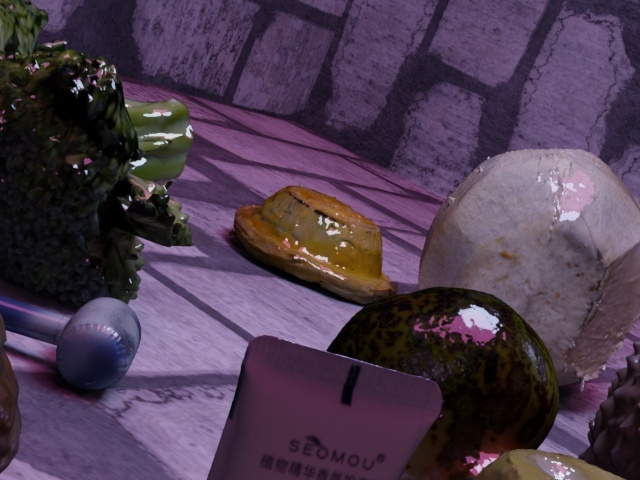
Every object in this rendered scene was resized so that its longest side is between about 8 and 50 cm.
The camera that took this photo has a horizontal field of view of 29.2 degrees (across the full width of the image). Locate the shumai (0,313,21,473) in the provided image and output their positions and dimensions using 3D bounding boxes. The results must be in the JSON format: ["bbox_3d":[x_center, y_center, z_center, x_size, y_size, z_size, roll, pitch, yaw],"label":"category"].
[{"bbox_3d":[-0.320,0.011,0.735,0.346,0.283,0.217,15,15,-27],"label":"shumai"}]

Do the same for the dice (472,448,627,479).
[{"bbox_3d":[0.173,0.256,0.846,0.166,0.169,0.169,21,11,-11],"label":"dice"}]

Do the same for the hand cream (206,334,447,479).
[{"bbox_3d":[-0.038,0.173,0.527,0.095,0.276,0.059,19,12,-24],"label":"hand cream"}]

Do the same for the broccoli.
[{"bbox_3d":[-0.295,-0.095,1.351,0.317,0.277,0.338,12,20,-18],"label":"broccoli"}]

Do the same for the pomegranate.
[{"bbox_3d":[0.122,0.175,1.132,0.276,0.222,0.204,60,13,12],"label":"pomegranate"}]

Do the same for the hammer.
[{"bbox_3d":[-0.263,0.076,1.129,0.194,0.069,0.116,17,12,-4],"label":"hammer"}]

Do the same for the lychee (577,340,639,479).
[{"bbox_3d":[0.432,0.204,1.106,0.380,0.380,0.432,24,52,7],"label":"lychee"}]

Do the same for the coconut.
[{"bbox_3d":[0.320,0.030,1.810,0.346,0.346,0.360,23,18,2],"label":"coconut"}]

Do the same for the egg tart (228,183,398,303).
[{"bbox_3d":[0.000,0.000,1.919,0.288,0.118,0.288,26,11,-5],"label":"egg tart"}]
